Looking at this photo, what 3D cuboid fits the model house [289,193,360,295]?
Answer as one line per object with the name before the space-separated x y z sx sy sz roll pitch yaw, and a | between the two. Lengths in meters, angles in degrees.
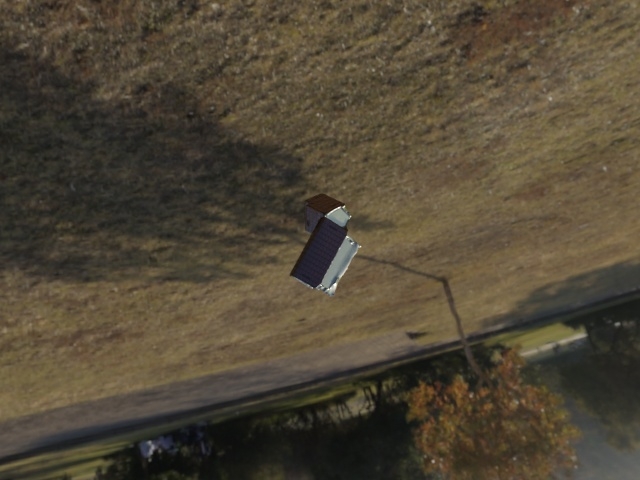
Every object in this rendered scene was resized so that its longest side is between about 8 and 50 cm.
model house | 0.000 0.000 0.571 0.057 0.083 0.058 26 174 34
